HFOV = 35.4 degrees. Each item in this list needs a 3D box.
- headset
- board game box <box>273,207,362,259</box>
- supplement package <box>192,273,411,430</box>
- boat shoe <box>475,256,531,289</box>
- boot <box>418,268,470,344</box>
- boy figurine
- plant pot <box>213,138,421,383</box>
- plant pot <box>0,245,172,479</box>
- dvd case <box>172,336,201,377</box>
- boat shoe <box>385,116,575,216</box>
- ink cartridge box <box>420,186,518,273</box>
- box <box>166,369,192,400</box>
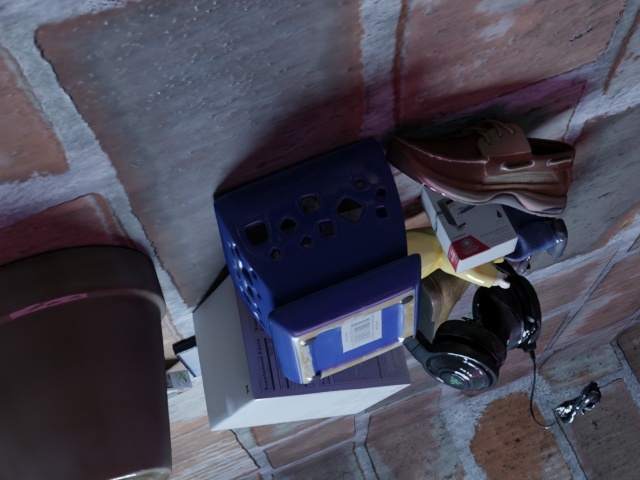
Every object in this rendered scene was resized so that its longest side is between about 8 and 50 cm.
[{"bbox_3d":[0.295,0.152,1.691,0.243,0.394,0.185,-39,171,-28],"label":"headset"},{"bbox_3d":[0.000,0.000,1.510,0.154,0.026,0.103,-16,159,-20],"label":"board game box"},{"bbox_3d":[-0.035,0.167,1.566,0.262,0.198,0.199,-2,158,-27],"label":"supplement package"},{"bbox_3d":[0.349,0.034,1.874,0.092,0.103,0.285,-15,153,-9],"label":"boat shoe"},{"bbox_3d":[0.238,0.129,1.999,0.115,0.112,0.305,-30,160,-14],"label":"boot"},{"bbox_3d":[0.244,0.007,1.584,0.285,0.177,0.092,-14,145,-7],"label":"boy figurine"},{"bbox_3d":[0.010,0.043,1.320,0.235,0.212,0.236,-21,152,-8],"label":"plant pot"},{"bbox_3d":[-0.328,0.207,1.306,0.323,0.280,0.323,-20,160,-7],"label":"plant pot"},{"bbox_3d":[-0.131,0.173,1.808,0.253,0.022,0.180,-22,160,-4],"label":"dvd case"},{"bbox_3d":[0.227,-0.116,1.376,0.324,0.123,0.116,6,112,-39],"label":"boat shoe"},{"bbox_3d":[0.223,-0.033,1.515,0.099,0.135,0.056,-21,157,-7],"label":"ink cartridge box"},{"bbox_3d":[-0.340,0.291,1.823,0.207,0.036,0.114,-31,160,37],"label":"box"}]
